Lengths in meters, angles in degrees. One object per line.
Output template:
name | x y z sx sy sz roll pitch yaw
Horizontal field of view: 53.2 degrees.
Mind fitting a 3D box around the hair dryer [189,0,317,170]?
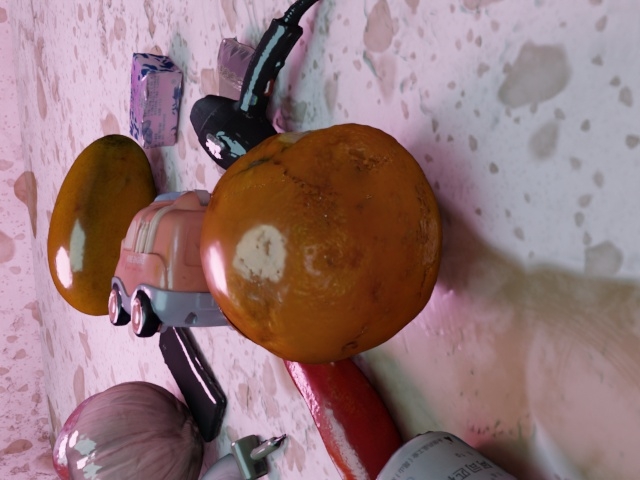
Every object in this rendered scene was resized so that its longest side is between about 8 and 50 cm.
hair dryer | -0.049 -0.183 0.790 0.235 0.091 0.271 39 124 24

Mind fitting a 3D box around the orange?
orange | 0.000 0.000 0.628 0.240 0.240 0.239 22 117 53

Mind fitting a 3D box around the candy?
candy | -0.305 -0.252 1.170 0.092 0.073 0.160 46 135 38

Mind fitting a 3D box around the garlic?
garlic | -0.372 0.425 1.304 0.317 0.260 0.317 -17 -90 -88

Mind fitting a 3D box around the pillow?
pillow | -0.122 -0.176 0.941 0.131 0.038 0.232 38 130 39

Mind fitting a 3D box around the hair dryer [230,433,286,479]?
hair dryer | -0.092 0.347 1.059 0.150 0.047 0.071 -43 65 41

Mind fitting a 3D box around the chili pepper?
chili pepper | 0.026 0.209 0.806 0.137 0.092 0.368 88 159 -48

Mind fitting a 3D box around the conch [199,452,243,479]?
conch | -0.178 0.489 1.172 0.221 0.121 0.184 -27 47 61

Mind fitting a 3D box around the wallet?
wallet | -0.272 0.268 1.310 0.285 0.030 0.146 51 136 36

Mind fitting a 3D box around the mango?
mango | -0.439 -0.033 1.314 0.264 0.221 0.377 31 114 55

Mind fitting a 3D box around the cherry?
cherry | -0.535 0.502 1.608 0.213 0.285 0.236 -27 86 20

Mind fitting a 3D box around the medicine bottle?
medicine bottle | 0.141 0.271 0.586 0.168 0.135 0.135 27 121 51

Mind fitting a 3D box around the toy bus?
toy bus | -0.219 0.034 1.020 0.288 0.194 0.232 6 95 59
